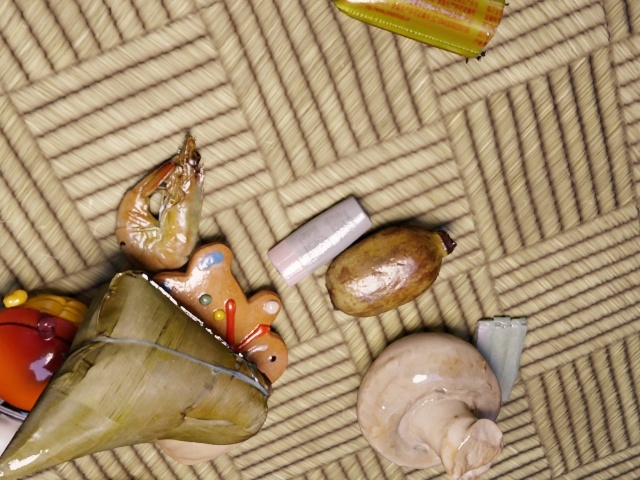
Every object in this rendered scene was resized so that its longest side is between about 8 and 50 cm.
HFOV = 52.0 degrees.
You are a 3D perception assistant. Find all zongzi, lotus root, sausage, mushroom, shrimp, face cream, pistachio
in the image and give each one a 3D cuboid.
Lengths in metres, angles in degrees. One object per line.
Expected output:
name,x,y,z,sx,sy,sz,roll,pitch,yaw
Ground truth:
zongzi,-0.258,0.279,1.015,0.356,0.393,0.174,40,126,-18
lotus root,0.132,0.051,1.231,0.260,0.128,0.145,-26,88,5
sausage,0.129,-0.384,1.048,0.317,0.117,0.125,12,97,-14
mushroom,0.223,0.339,1.294,0.297,0.290,0.297,-4,114,-9
shrimp,-0.273,-0.063,1.153,0.145,0.061,0.267,21,111,-9
face cream,0.000,0.000,1.226,0.198,0.057,0.084,-35,83,7
pistachio,-0.219,0.338,1.229,0.223,0.126,0.152,5,80,-27

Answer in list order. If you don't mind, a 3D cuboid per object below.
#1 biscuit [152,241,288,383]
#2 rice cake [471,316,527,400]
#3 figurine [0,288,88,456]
biscuit,-0.166,0.156,1.218,0.205,0.049,0.324,-35,118,-8
rice cake,0.375,0.260,1.427,0.124,0.038,0.211,-3,114,-9
figurine,-0.498,0.231,1.167,0.320,0.196,0.323,22,110,-9
